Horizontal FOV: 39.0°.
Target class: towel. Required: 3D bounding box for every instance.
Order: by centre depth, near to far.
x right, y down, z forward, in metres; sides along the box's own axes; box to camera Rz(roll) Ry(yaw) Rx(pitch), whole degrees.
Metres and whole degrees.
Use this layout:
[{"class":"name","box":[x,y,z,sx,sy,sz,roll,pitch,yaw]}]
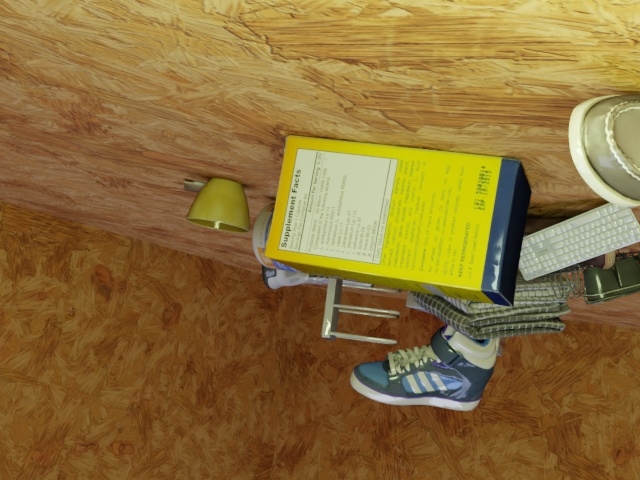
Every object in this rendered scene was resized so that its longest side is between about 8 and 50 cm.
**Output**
[{"class":"towel","box":[0.378,0.125,1.980,0.284,0.121,0.235,-4,-166,-20]}]

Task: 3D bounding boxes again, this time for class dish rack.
[{"class":"dish rack","box":[0.535,0.063,1.706,0.208,0.074,0.271,-12,179,-14]}]

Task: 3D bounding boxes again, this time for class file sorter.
[{"class":"file sorter","box":[0.110,0.104,2.147,0.173,0.277,0.193,6,172,5]}]

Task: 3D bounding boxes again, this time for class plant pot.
[{"class":"plant pot","box":[-0.205,-0.076,1.893,0.134,0.095,0.134,11,173,1]}]

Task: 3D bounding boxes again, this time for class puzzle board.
[{"class":"puzzle board","box":[-0.239,-0.112,2.009,0.128,0.011,0.096,11,172,-6]}]

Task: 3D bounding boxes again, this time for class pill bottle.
[{"class":"pill bottle","box":[0.000,0.000,1.963,0.272,0.152,0.152,7,172,35]}]

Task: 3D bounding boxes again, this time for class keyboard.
[{"class":"keyboard","box":[0.408,0.002,1.466,0.014,0.072,0.256,-35,-176,-37]}]

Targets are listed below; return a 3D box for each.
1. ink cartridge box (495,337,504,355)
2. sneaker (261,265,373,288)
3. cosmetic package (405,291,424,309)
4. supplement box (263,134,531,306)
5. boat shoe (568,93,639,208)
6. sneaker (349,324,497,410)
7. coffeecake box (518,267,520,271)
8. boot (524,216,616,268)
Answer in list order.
[{"class":"ink cartridge box","box":[0.418,0.160,2.251,0.100,0.237,0.172,8,172,17]},{"class":"sneaker","box":[0.012,0.046,2.442,0.258,0.169,0.447,-1,178,17]},{"class":"cosmetic package","box":[0.353,0.128,2.448,0.151,0.151,0.184,3,171,44]},{"class":"supplement box","box":[0.123,-0.028,1.383,0.357,0.194,0.195,9,173,19]},{"class":"boat shoe","box":[0.377,-0.083,0.915,0.324,0.116,0.097,11,170,-38]},{"class":"sneaker","box":[0.245,0.259,2.090,0.323,0.236,0.130,9,-154,-2]},{"class":"coffeecake box","box":[0.333,0.017,1.932,0.185,0.068,0.142,7,174,26]},{"class":"boot","box":[0.398,-0.005,1.564,0.207,0.090,0.248,7,176,9]}]
